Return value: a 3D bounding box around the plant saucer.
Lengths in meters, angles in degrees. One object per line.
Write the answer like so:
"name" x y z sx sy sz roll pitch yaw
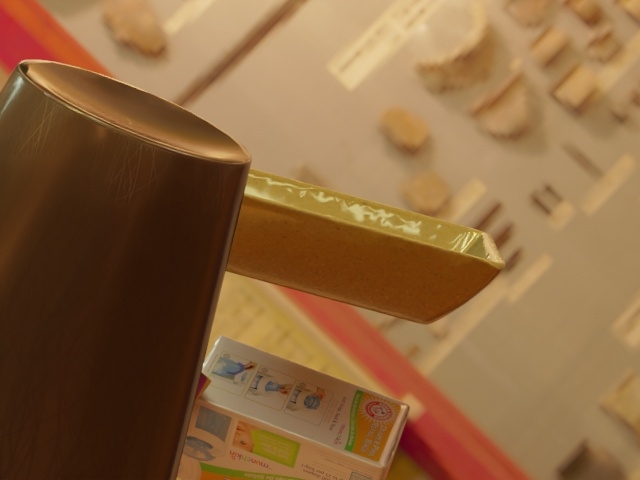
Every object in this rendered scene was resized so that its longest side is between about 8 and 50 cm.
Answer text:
"plant saucer" 0.000 0.000 1.784 0.333 0.333 0.081 -62 -12 -84

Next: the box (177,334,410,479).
"box" -0.030 0.195 1.824 0.103 0.203 0.114 -62 -11 -53

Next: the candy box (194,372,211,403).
"candy box" -0.200 0.117 1.698 0.109 0.187 0.053 -54 33 -14

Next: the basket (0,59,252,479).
"basket" -0.135 0.036 0.958 0.227 0.204 0.154 -66 16 12
